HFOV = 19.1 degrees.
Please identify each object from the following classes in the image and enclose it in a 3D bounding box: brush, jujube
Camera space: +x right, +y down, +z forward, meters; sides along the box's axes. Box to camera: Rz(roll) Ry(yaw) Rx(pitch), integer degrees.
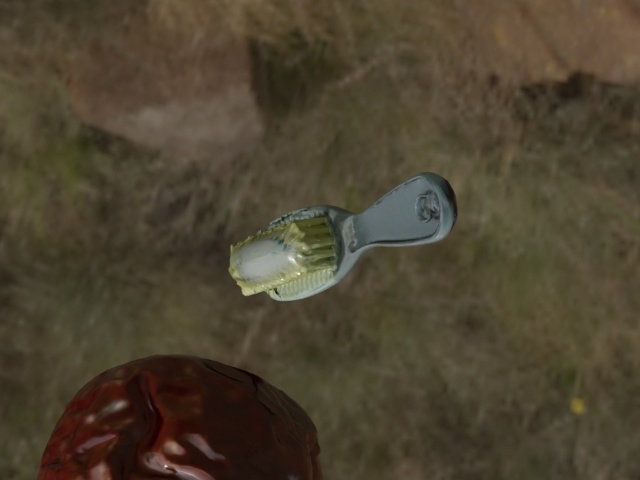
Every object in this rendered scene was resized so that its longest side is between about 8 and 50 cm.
[{"bbox_3d":[0.000,0.000,1.415,0.060,0.068,0.297,-8,173,-30],"label":"brush"},{"bbox_3d":[-0.097,0.200,1.248,0.213,0.232,0.213,7,151,4],"label":"jujube"}]
